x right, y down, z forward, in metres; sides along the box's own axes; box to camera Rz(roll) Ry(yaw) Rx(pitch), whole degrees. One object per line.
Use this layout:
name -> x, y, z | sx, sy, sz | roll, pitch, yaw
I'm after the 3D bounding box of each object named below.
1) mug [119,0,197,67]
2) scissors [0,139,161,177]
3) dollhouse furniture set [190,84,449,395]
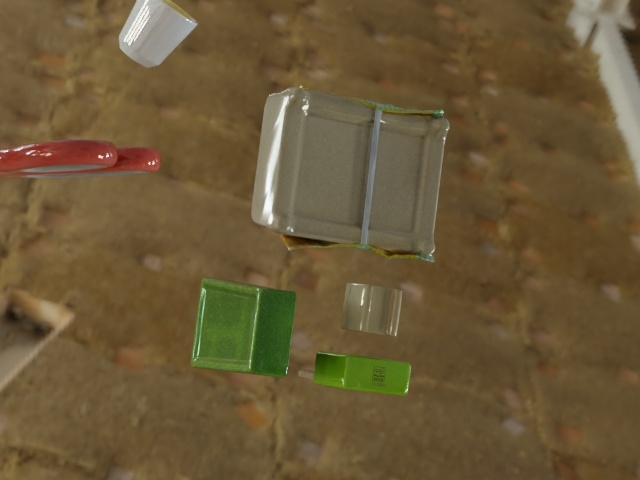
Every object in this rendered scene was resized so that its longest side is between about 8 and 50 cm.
mug -> -0.160, -0.202, 1.364 | 0.062, 0.064, 0.078 | 38, -171, 8
scissors -> -0.256, -0.046, 0.930 | 0.297, 0.021, 0.109 | -4, 180, 11
dollhouse furniture set -> 0.000, 0.000, 1.480 | 0.197, 0.302, 0.151 | 9, 176, -26
